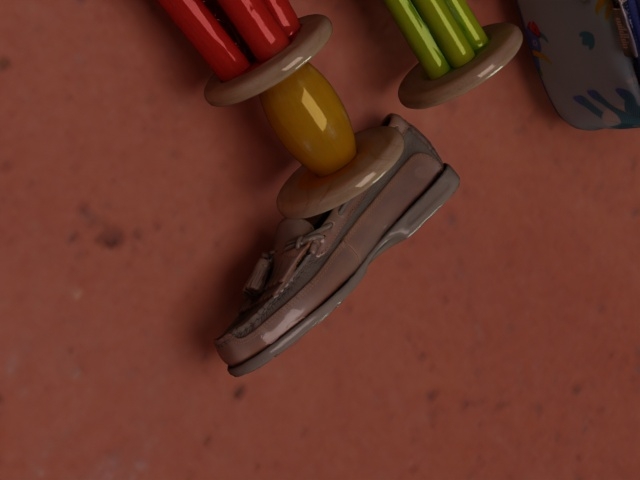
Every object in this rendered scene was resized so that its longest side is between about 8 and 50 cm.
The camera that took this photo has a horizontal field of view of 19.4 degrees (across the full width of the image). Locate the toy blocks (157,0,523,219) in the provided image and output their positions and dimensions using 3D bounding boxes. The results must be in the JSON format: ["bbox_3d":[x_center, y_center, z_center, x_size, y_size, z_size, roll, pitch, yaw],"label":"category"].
[{"bbox_3d":[-0.006,-0.101,0.666,0.123,0.054,0.148,-43,112,-26],"label":"toy blocks"}]

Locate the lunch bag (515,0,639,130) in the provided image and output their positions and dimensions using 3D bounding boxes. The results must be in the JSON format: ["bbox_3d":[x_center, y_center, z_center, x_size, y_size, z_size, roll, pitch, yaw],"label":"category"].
[{"bbox_3d":[0.170,-0.151,0.763,0.219,0.090,0.176,-28,109,-30],"label":"lunch bag"}]

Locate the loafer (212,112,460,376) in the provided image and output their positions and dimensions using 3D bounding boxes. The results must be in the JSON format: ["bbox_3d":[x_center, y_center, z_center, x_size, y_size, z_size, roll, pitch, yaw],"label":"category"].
[{"bbox_3d":[0.000,0.000,0.698,0.125,0.045,0.039,-42,101,-30],"label":"loafer"}]
